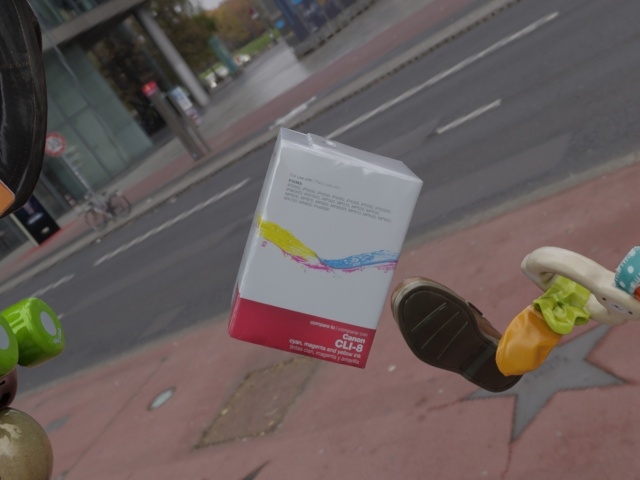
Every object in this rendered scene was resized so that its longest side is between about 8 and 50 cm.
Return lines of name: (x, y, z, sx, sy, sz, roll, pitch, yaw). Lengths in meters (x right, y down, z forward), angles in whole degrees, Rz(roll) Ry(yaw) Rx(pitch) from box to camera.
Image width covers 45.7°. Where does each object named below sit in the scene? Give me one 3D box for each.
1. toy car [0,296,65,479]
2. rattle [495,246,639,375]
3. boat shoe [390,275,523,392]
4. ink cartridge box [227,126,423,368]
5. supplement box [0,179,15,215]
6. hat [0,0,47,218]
toy car: (-0.249, 0.159, 0.547, 0.155, 0.188, 0.149, -27, -2, 4)
rattle: (0.271, 0.081, 0.794, 0.143, 0.130, 0.200, -38, 18, -14)
boat shoe: (0.200, 0.139, 1.195, 0.111, 0.307, 0.104, -42, 36, 9)
ink cartridge box: (0.000, 0.000, 0.689, 0.128, 0.127, 0.176, -102, 27, -75)
supplement box: (-0.360, 0.021, 0.611, 0.078, 0.080, 0.233, -20, 30, 42)
hat: (-0.377, -0.189, 0.795, 0.331, 0.331, 0.134, -27, 10, 28)
